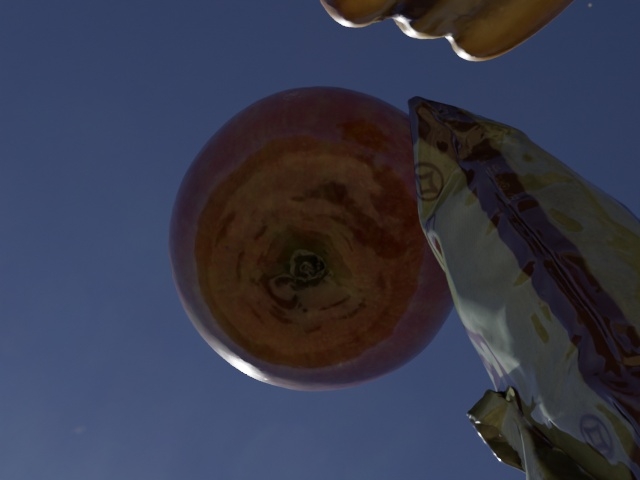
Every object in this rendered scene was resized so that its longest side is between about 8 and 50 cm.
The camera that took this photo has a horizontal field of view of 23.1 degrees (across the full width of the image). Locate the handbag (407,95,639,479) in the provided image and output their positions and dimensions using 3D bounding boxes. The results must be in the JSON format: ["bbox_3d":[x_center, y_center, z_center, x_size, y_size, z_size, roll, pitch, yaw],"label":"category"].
[{"bbox_3d":[0.126,0.062,0.662,0.127,0.235,0.213,-31,-49,8],"label":"handbag"}]

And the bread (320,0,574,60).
[{"bbox_3d":[0.047,-0.144,0.560,0.077,0.200,0.116,27,-64,-24],"label":"bread"}]

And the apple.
[{"bbox_3d":[0.000,0.000,0.955,0.188,0.174,0.188,2,-77,7],"label":"apple"}]
